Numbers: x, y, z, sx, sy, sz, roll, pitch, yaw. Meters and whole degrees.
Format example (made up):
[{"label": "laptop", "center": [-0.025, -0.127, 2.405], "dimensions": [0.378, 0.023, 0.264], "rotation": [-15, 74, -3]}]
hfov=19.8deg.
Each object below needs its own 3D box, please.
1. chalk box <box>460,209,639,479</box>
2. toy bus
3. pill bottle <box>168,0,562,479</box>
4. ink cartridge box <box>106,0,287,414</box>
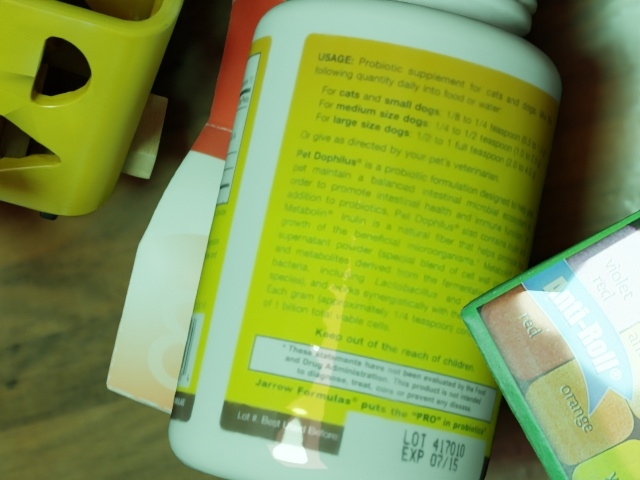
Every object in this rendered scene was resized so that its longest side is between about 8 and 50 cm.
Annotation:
[{"label": "chalk box", "center": [0.144, 0.043, 0.601], "dimensions": [0.132, 0.213, 0.132], "rotation": [-30, 83, 23]}, {"label": "toy bus", "center": [-0.115, -0.061, 0.758], "dimensions": [0.104, 0.202, 0.191], "rotation": [16, 95, -10]}, {"label": "pill bottle", "center": [0.021, -0.012, 0.674], "dimensions": [0.117, 0.117, 0.215], "rotation": [10, 84, 22]}, {"label": "ink cartridge box", "center": [0.000, 0.000, 0.752], "dimensions": [0.145, 0.045, 0.179], "rotation": [18, 105, 20]}]
